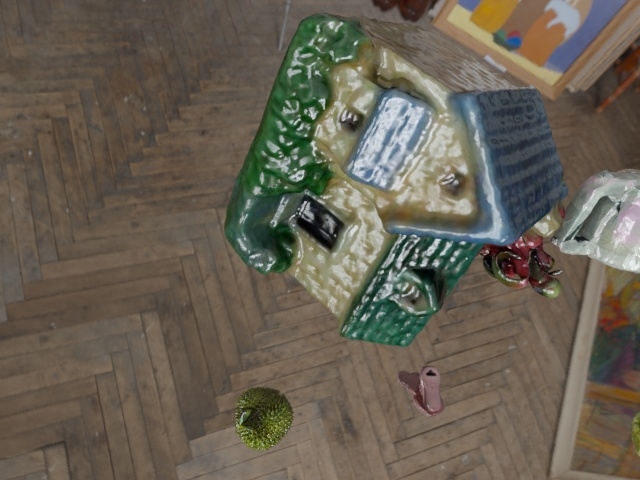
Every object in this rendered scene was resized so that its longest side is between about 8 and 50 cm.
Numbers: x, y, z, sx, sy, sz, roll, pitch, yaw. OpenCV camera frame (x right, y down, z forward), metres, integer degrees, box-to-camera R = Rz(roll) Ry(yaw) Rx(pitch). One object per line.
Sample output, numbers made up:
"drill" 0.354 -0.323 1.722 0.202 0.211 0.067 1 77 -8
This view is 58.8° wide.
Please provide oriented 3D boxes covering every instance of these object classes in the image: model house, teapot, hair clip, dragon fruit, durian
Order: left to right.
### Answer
"durian" -0.151 0.476 1.505 0.159 0.198 0.146 15 107 -11
"model house" 0.114 -0.052 0.768 0.342 0.382 0.334 42 33 17
"hair clip" 0.296 0.435 1.634 0.123 0.102 0.138 1 72 -23
"dragon fruit" 0.306 -0.041 0.971 0.218 0.198 0.273 7 83 -30
"teapot" 0.563 -0.055 1.078 0.221 0.178 0.163 14 31 8

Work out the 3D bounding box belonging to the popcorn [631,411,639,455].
"popcorn" 0.665 0.379 1.086 0.135 0.162 0.141 -3 39 3
